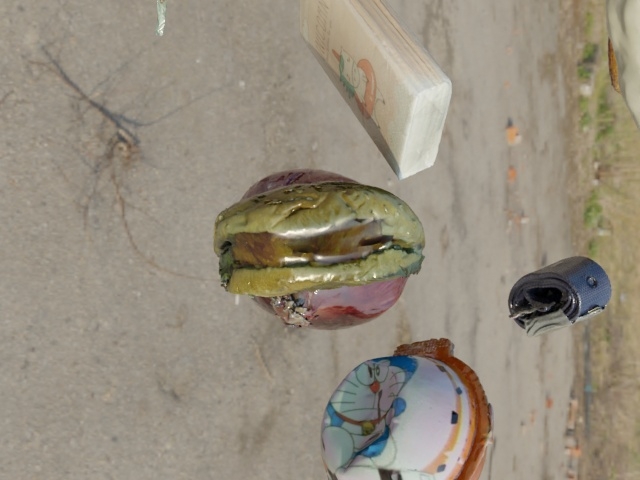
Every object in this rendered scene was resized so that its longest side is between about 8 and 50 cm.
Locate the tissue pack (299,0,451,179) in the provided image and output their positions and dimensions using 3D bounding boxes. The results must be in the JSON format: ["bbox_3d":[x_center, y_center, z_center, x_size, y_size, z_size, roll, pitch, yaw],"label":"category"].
[{"bbox_3d":[0.064,-0.258,1.086,0.325,0.071,0.170,59,-19,29],"label":"tissue pack"}]

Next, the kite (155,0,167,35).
[{"bbox_3d":[-0.298,-0.515,1.493,0.012,0.230,0.250,-121,-146,-48],"label":"kite"}]

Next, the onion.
[{"bbox_3d":[-0.017,0.047,1.367,0.285,0.348,0.347,-65,145,-45],"label":"onion"}]

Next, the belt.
[{"bbox_3d":[0.484,0.122,1.605,0.126,0.230,0.139,-20,81,-25],"label":"belt"}]

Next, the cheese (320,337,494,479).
[{"bbox_3d":[0.076,0.245,0.797,0.129,0.217,0.329,42,52,-31],"label":"cheese"}]

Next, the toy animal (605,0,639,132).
[{"bbox_3d":[0.368,-0.221,0.639,0.308,0.266,0.188,-47,179,-13],"label":"toy animal"}]

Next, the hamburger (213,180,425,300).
[{"bbox_3d":[-0.002,0.000,0.997,0.285,0.266,0.134,114,-34,-85],"label":"hamburger"}]

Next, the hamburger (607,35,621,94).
[{"bbox_3d":[0.625,-0.344,1.325,0.260,0.211,0.245,40,60,-39],"label":"hamburger"}]
